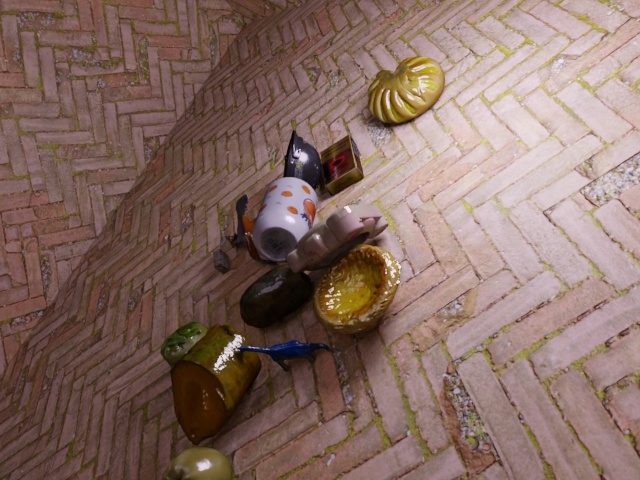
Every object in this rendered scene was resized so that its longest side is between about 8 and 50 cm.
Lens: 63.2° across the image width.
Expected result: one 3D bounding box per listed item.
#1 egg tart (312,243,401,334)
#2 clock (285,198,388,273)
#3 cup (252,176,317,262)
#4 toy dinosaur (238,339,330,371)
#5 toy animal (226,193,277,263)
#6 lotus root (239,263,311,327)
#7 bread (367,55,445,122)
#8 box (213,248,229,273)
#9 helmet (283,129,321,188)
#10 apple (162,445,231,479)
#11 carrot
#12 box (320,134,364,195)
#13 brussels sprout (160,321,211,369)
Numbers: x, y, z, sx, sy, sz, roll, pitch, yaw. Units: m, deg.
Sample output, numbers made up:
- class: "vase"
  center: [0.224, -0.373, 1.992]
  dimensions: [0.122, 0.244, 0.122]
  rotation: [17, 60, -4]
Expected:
- class: "egg tart"
  center: [0.124, 0.162, 1.616]
  dimensions: [0.318, 0.128, 0.319]
  rotation: [-22, 45, 24]
- class: "clock"
  center: [0.051, -0.003, 1.725]
  dimensions: [0.309, 0.284, 0.114]
  rotation: [-40, 76, 27]
- class: "cup"
  center: [-0.133, -0.069, 1.922]
  dimensions: [0.212, 0.212, 0.317]
  rotation: [-26, 26, 22]
- class: "toy dinosaur"
  center: [-0.106, 0.336, 1.619]
  dimensions: [0.247, 0.188, 0.075]
  rotation: [-19, 52, 28]
- class: "toy animal"
  center: [-0.280, -0.005, 2.173]
  dimensions: [0.302, 0.224, 0.285]
  rotation: [-22, 63, 45]
- class: "lotus root"
  center: [-0.165, 0.195, 1.827]
  dimensions: [0.274, 0.152, 0.160]
  rotation: [-39, 45, 9]
- class: "bread"
  center: [0.333, -0.614, 2.097]
  dimensions: [0.332, 0.160, 0.333]
  rotation: [-24, 44, 26]
- class: "box"
  center: [-0.425, 0.089, 2.229]
  dimensions: [0.045, 0.062, 0.098]
  rotation: [-34, 38, 12]
- class: "helmet"
  center: [-0.074, -0.302, 2.147]
  dimensions: [0.230, 0.160, 0.279]
  rotation: [-100, 24, -72]
- class: "apple"
  center: [-0.361, 0.703, 1.528]
  dimensions: [0.200, 0.200, 0.200]
  rotation: [-24, 43, 24]
- class: "carrot"
  center: [-0.343, 0.436, 1.658]
  dimensions: [0.241, 0.242, 0.341]
  rotation: [-11, 26, 36]
- class: "box"
  center: [0.083, -0.310, 2.124]
  dimensions: [0.159, 0.071, 0.240]
  rotation: [-27, 41, 19]
- class: "brussels sprout"
  center: [-0.479, 0.399, 1.933]
  dimensions: [0.223, 0.161, 0.223]
  rotation: [-14, 31, 8]
